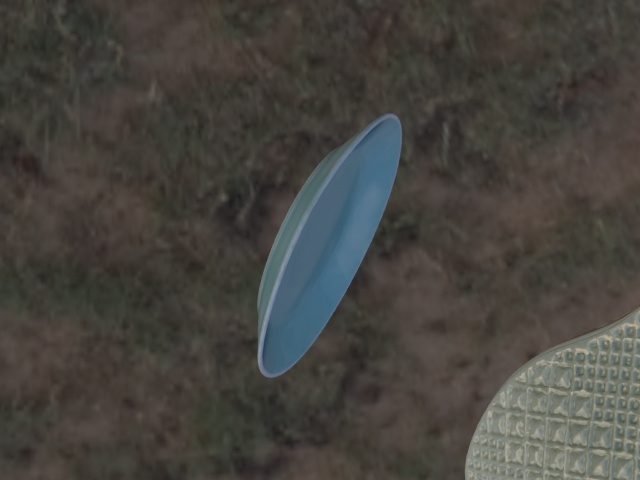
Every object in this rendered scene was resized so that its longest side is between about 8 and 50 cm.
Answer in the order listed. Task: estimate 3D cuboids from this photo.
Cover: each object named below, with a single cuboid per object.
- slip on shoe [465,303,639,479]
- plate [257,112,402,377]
[{"bbox_3d":[0.216,0.087,1.039,0.101,0.123,0.331,5,137,-48],"label":"slip on shoe"},{"bbox_3d":[0.000,0.000,1.097,0.024,0.188,0.188,26,129,15],"label":"plate"}]
